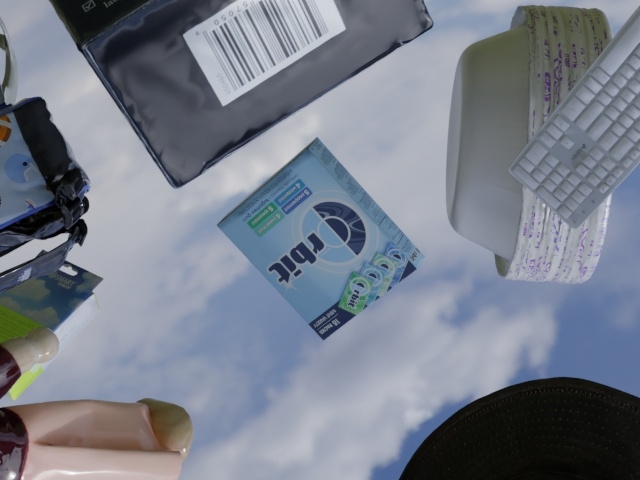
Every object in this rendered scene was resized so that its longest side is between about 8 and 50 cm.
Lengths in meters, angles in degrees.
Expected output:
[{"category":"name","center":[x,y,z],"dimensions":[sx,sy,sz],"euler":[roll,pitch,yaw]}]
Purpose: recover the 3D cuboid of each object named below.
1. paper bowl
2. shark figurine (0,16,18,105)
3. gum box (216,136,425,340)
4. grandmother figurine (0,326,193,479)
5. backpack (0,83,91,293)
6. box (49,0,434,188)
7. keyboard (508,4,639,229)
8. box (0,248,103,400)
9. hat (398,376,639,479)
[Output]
[{"category":"paper bowl","center":[0.209,-0.100,1.667],"dimensions":[0.148,0.284,0.284],"euler":[4,-159,0]},{"category":"shark figurine","center":[-0.468,-0.157,2.161],"dimensions":[0.278,0.166,0.116],"euler":[-49,174,3]},{"category":"gum box","center":[0.000,0.000,1.851],"dimensions":[0.157,0.184,0.041],"euler":[-39,-173,29]},{"category":"grandmother figurine","center":[-0.244,0.166,1.240],"dimensions":[0.104,0.208,0.342],"euler":[11,-177,39]},{"category":"backpack","center":[-0.361,-0.038,1.516],"dimensions":[0.263,0.213,0.276],"euler":[-34,178,-10]},{"category":"box","center":[-0.129,-0.296,1.562],"dimensions":[0.293,0.212,0.395],"euler":[-32,-131,-2]},{"category":"keyboard","center":[0.215,-0.096,1.156],"dimensions":[0.014,0.072,0.256],"euler":[-51,177,-38]},{"category":"box","center":[-0.346,0.097,1.922],"dimensions":[0.109,0.042,0.178],"euler":[23,-125,29]},{"category":"hat","center":[0.168,0.271,1.257],"dimensions":[0.331,0.331,0.134],"euler":[-23,168,18]}]
